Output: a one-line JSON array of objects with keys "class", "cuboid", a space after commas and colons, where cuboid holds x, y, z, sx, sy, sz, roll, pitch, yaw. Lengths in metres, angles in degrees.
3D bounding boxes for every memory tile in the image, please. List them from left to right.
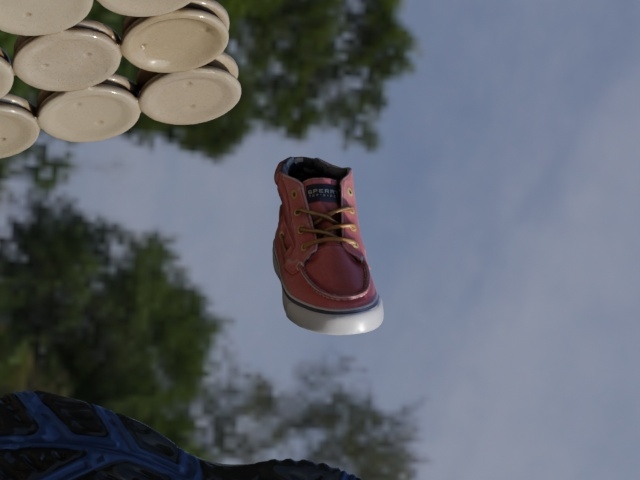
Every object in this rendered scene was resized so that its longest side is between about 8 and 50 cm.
[{"class": "memory tile", "cuboid": [-0.089, -0.072, 0.625, 0.148, 0.113, 0.012, 74, 6, -63]}]

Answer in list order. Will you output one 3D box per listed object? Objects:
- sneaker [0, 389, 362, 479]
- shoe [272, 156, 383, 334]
[{"class": "sneaker", "cuboid": [-0.037, 0.121, 0.684, 0.081, 0.211, 0.080, 116, -2, -51]}, {"class": "shoe", "cuboid": [0.000, 0.000, 1.293, 0.178, 0.063, 0.081, -122, -150, -68]}]
